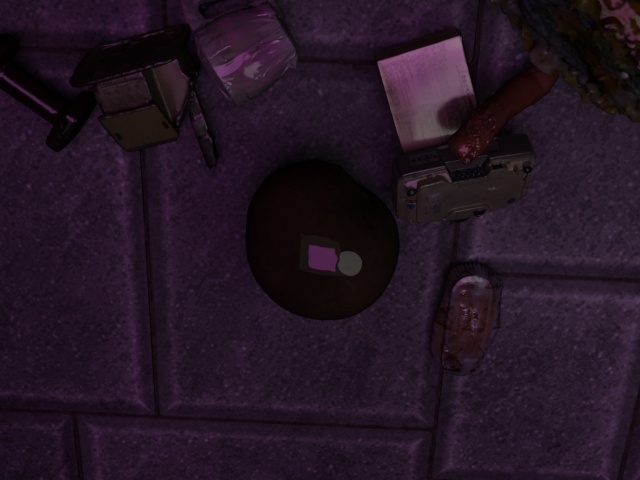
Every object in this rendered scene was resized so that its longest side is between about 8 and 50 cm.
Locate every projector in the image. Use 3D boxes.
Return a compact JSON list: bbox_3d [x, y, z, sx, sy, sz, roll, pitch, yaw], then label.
[{"bbox_3d":[0.278,-0.109,1.611,0.269,0.088,0.193,-10,148,-1],"label":"projector"}]

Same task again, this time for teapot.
[{"bbox_3d":[-0.140,-0.378,1.538,0.178,0.221,0.163,-29,149,4],"label":"teapot"}]

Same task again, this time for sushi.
[{"bbox_3d":[0.501,-0.392,1.386,0.396,0.351,0.240,42,89,-11],"label":"sushi"}]

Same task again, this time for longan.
[{"bbox_3d":[0.000,0.000,1.602,0.319,0.319,0.319,1,114,2],"label":"longan"}]

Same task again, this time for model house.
[{"bbox_3d":[-0.319,-0.240,1.572,0.218,0.205,0.278,-11,121,8],"label":"model house"}]

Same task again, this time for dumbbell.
[{"bbox_3d":[-0.560,-0.286,1.586,0.225,0.124,0.140,37,110,-14],"label":"dumbbell"}]

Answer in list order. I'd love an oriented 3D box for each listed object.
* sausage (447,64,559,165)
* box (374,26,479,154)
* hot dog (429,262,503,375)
[{"bbox_3d":[0.343,-0.247,1.530,0.304,0.078,0.078,-42,113,-27],"label":"sausage"},{"bbox_3d":[0.213,-0.281,1.576,0.168,0.095,0.212,-15,114,10],"label":"box"},{"bbox_3d":[0.322,0.176,1.789,0.144,0.075,0.268,7,111,-6],"label":"hot dog"}]
